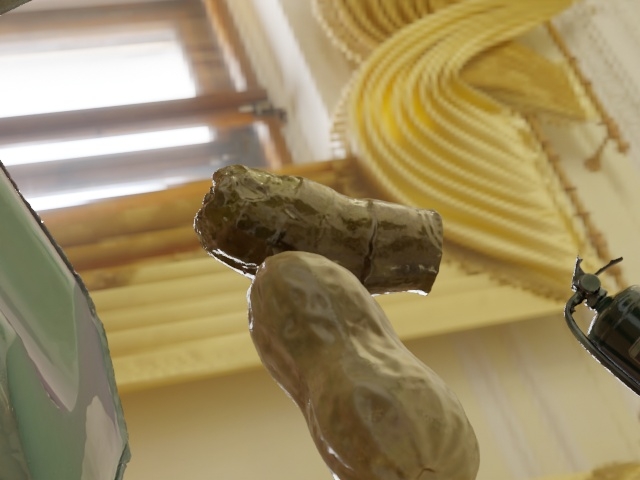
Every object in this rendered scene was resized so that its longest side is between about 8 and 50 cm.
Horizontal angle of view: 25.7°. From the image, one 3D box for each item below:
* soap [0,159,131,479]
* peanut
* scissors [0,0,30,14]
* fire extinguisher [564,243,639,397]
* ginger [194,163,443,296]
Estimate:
[{"bbox_3d":[-0.292,0.040,0.793,0.446,0.261,0.156,60,17,-29],"label":"soap"},{"bbox_3d":[0.026,0.109,1.107,0.257,0.123,0.123,54,-29,21],"label":"peanut"},{"bbox_3d":[-0.113,-0.134,0.660,0.015,0.189,0.100,60,-2,47],"label":"scissors"},{"bbox_3d":[0.360,0.121,1.482,0.294,0.118,0.093,43,-23,19],"label":"fire extinguisher"},{"bbox_3d":[0.000,0.000,1.401,0.109,0.263,0.116,140,-43,-64],"label":"ginger"}]
